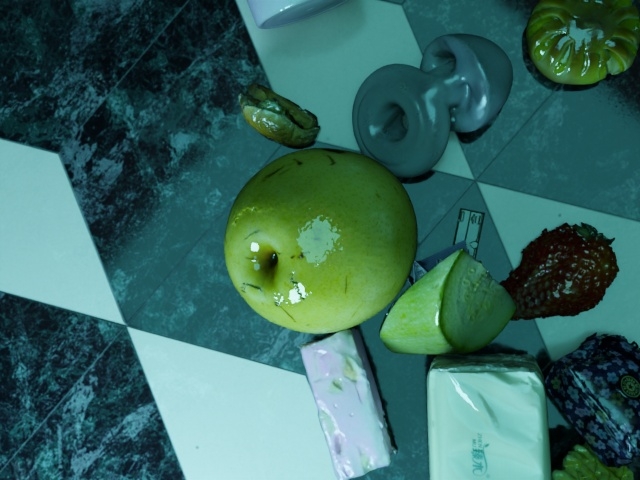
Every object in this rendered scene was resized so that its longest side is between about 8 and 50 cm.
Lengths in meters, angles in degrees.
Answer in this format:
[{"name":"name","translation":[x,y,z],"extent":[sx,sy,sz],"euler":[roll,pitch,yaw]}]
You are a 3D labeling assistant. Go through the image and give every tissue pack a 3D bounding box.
[{"name":"tissue pack","translation":[0.296,0.393,1.745],"extent":[0.207,0.297,0.381],"euler":[-2,90,9]}]

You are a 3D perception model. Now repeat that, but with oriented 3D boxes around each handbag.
[{"name":"handbag","translation":[0.536,0.277,1.777],"extent":[0.207,0.127,0.229],"euler":[-29,74,-35]}]

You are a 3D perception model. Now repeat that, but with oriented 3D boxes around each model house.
[{"name":"model house","translation":[0.219,0.068,1.847],"extent":[0.167,0.117,0.088],"euler":[-26,83,15]}]

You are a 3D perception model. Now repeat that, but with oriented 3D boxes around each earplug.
[{"name":"earplug","translation":[0.208,-0.256,1.848],"extent":[0.325,0.175,0.214],"euler":[-33,80,13]}]

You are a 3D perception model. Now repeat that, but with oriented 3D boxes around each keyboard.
[{"name":"keyboard","translation":[0.279,0.005,1.900],"extent":[0.049,0.015,0.129],"euler":[11,90,11]}]

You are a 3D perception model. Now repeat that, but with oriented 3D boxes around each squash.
[{"name":"squash","translation":[0.210,0.126,1.794],"extent":[0.155,0.237,0.204],"euler":[24,77,48]}]

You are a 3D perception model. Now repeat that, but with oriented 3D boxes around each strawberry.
[{"name":"strawberry","translation":[0.447,0.071,1.834],"extent":[0.175,0.107,0.236],"euler":[33,92,6]}]

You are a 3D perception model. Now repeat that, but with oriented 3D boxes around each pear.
[{"name":"pear","translation":[0.000,0.000,1.768],"extent":[0.348,0.348,0.349],"euler":[0,88,6]}]

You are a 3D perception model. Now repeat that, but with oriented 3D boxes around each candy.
[{"name":"candy","translation":[0.052,0.299,1.842],"extent":[0.115,0.155,0.265],"euler":[-17,86,8]}]

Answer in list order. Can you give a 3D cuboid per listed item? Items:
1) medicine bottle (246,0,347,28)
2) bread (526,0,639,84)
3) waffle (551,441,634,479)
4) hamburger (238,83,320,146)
[{"name":"medicine bottle","translation":[-0.075,-0.580,1.833],"extent":[0.256,0.256,0.325],"euler":[-18,94,5]},{"name":"bread","translation":[0.492,-0.392,1.848],"extent":[0.213,0.105,0.214],"euler":[-1,86,7]},{"name":"waffle","translation":[0.504,0.477,1.764],"extent":[0.056,0.261,0.250],"euler":[-26,73,44]},{"name":"hamburger","translation":[-0.094,-0.236,1.902],"extent":[0.176,0.102,0.087],"euler":[33,104,5]}]
